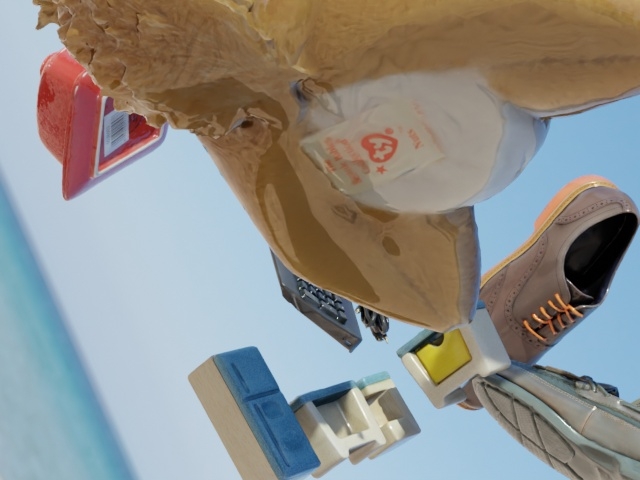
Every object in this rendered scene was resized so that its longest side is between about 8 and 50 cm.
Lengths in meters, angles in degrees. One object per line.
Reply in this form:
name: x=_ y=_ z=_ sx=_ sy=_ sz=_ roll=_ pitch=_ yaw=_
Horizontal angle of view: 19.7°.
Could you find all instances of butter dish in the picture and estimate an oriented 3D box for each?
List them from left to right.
butter dish: x=-0.227 y=-0.147 z=1.819 sx=0.118 sy=0.160 sz=0.160 roll=32 pitch=-46 yaw=22

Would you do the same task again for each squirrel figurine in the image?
squirrel figurine: x=0.002 y=-0.193 z=1.169 sx=0.370 sy=0.397 sz=0.281 roll=-91 pitch=-157 yaw=-45

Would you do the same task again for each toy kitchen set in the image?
toy kitchen set: x=0.029 y=0.108 z=1.551 sx=0.207 sy=0.166 sz=0.122 roll=-11 pitch=66 yaw=-54

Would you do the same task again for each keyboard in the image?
keyboard: x=0.000 y=0.000 z=1.993 sx=0.201 sy=0.033 sz=0.317 roll=40 pitch=23 yaw=-37

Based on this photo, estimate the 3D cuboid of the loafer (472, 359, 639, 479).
loafer: x=0.250 y=0.167 z=1.570 sx=0.267 sy=0.084 sz=0.096 roll=32 pitch=-25 yaw=38

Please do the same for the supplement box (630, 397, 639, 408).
supplement box: x=0.297 y=0.199 z=1.760 sx=0.056 sy=0.083 sz=0.083 roll=63 pitch=5 yaw=27

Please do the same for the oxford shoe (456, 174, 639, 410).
oxford shoe: x=0.215 y=0.059 z=1.810 sx=0.097 sy=0.271 sz=0.098 roll=30 pitch=7 yaw=-20
